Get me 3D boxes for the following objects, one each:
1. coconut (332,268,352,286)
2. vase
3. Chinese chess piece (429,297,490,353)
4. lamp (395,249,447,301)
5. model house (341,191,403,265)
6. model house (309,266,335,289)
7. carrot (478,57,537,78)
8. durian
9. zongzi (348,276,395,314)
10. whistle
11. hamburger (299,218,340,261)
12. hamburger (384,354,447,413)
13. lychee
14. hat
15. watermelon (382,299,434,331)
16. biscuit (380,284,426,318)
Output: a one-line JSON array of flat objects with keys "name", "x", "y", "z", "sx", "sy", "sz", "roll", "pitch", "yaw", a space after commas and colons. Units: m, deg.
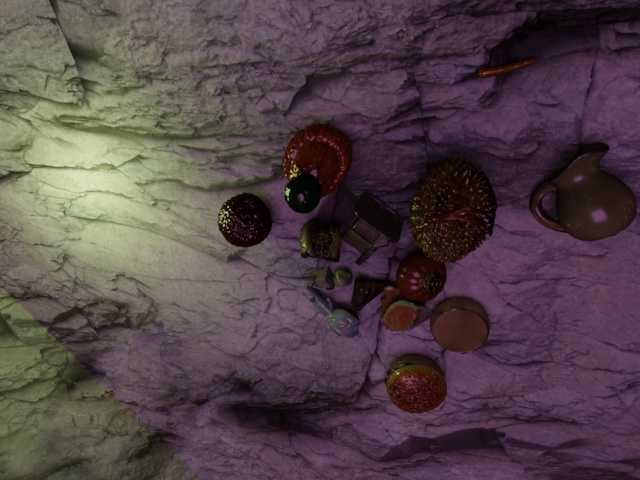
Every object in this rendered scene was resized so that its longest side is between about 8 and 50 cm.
[{"name": "coconut", "x": 0.102, "y": 0.169, "z": 2.030, "sx": 0.088, "sy": 0.088, "sz": 0.096, "roll": 48, "pitch": 136, "yaw": -12}, {"name": "vase", "x": 0.917, "y": -0.151, "z": 1.621, "sx": 0.329, "sy": 0.241, "sz": 0.302, "roll": -26, "pitch": 96, "yaw": 50}, {"name": "Chinese chess piece", "x": 0.618, "y": 0.378, "z": 1.998, "sx": 0.257, "sy": 0.104, "sz": 0.257, "roll": 5, "pitch": 116, "yaw": 10}, {"name": "lamp", "x": 0.422, "y": 0.149, "z": 1.881, "sx": 0.223, "sy": 0.196, "sz": 0.223, "roll": -6, "pitch": 108, "yaw": -21}, {"name": "model house", "x": 0.172, "y": -0.018, "z": 1.870, "sx": 0.218, "sy": 0.205, "sz": 0.278, "roll": 37, "pitch": 126, "yaw": -5}, {"name": "model house", "x": 0.004, "y": 0.190, "z": 2.053, "sx": 0.100, "sy": 0.100, "sz": 0.087, "roll": -19, "pitch": 112, "yaw": 23}, {"name": "carrot", "x": 0.644, "y": -0.596, "z": 1.552, "sx": 0.190, "sy": 0.037, "sz": 0.037, "roll": -9, "pitch": 113, "yaw": 13}, {"name": "durian", "x": 0.483, "y": -0.102, "z": 1.657, "sx": 0.348, "sy": 0.347, "sz": 0.384, "roll": 25, "pitch": 81, "yaw": 1}, {"name": "zongzi", "x": 0.234, "y": 0.254, "z": 2.056, "sx": 0.184, "sy": 0.084, "sz": 0.187, "roll": 2, "pitch": 128, "yaw": -9}, {"name": "whistle", "x": 0.059, "y": 0.338, "z": 2.109, "sx": 0.346, "sy": 0.133, "sz": 0.142, "roll": 41, "pitch": 159, "yaw": 3}, {"name": "hamburger", "x": 0.000, "y": 0.000, "z": 1.883, "sx": 0.168, "sy": 0.288, "sz": 0.192, "roll": 0, "pitch": 85, "yaw": 2}, {"name": "hamburger", "x": 0.453, "y": 0.697, "z": 2.156, "sx": 0.300, "sy": 0.176, "sz": 0.300, "roll": 5, "pitch": 115, "yaw": 10}, {"name": "lychee", "x": -0.331, "y": -0.083, "z": 1.936, "sx": 0.271, "sy": 0.236, "sz": 0.236, "roll": -9, "pitch": 116, "yaw": 45}, {"name": "hat", "x": -0.045, "y": -0.273, "z": 1.670, "sx": 0.285, "sy": 0.400, "sz": 0.285, "roll": 6, "pitch": 114, "yaw": 14}, {"name": "watermelon", "x": 0.390, "y": 0.318, "z": 1.973, "sx": 0.231, "sy": 0.146, "sz": 0.128, "roll": -19, "pitch": 81, "yaw": 52}, {"name": "biscuit", "x": 0.353, "y": 0.290, "z": 2.033, "sx": 0.212, "sy": 0.041, "sz": 0.238, "roll": 19, "pitch": 125, "yaw": -15}]
